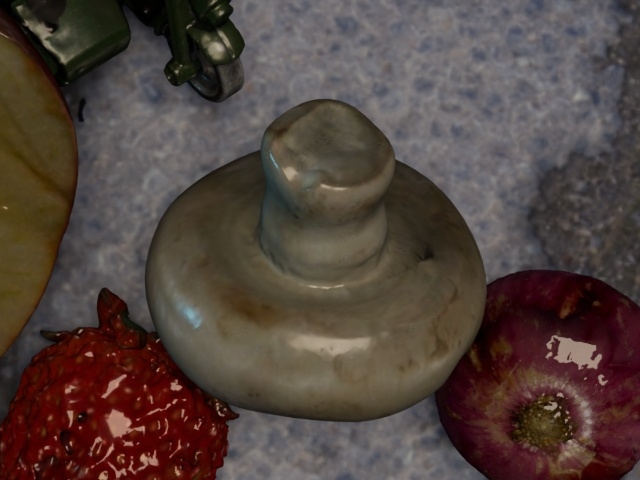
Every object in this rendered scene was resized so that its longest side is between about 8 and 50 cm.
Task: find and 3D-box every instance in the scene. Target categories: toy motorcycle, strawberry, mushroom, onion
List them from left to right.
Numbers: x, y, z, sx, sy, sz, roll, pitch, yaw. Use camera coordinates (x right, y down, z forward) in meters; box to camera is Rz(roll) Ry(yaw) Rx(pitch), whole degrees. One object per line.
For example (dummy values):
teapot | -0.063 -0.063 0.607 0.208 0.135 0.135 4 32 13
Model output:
toy motorcycle | -0.185 -0.194 0.994 0.205 0.127 0.275 -36 83 -24
strawberry | -0.173 0.165 0.998 0.174 0.098 0.228 38 80 -4
mushroom | 0.000 0.000 0.959 0.243 0.243 0.243 1 85 -9
onion | 0.173 0.107 1.036 0.177 0.153 0.177 -1 99 -9

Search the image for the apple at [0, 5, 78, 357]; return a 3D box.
apple | -0.349 -0.032 0.886 0.329 0.295 0.365 24 109 22
